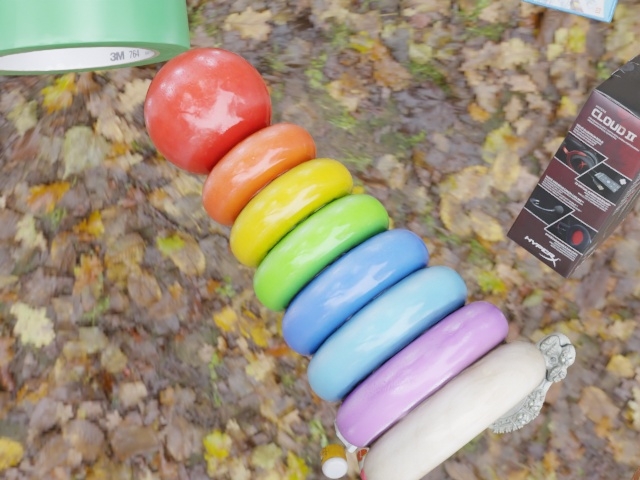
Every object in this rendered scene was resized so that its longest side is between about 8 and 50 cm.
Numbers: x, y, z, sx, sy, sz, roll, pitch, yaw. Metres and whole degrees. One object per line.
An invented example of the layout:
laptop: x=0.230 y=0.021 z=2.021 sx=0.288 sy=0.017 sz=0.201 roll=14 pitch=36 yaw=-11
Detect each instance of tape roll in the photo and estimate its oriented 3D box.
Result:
tape roll: x=-0.338 y=-0.278 z=1.492 sx=0.321 sy=0.321 sz=0.077 roll=-5 pitch=93 yaw=-11

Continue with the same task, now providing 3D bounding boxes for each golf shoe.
golf shoe: x=0.301 y=0.204 z=1.619 sx=0.069 sy=0.086 sz=0.176 roll=41 pitch=104 yaw=-2

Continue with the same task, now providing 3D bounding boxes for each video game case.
video game case: x=0.358 y=-0.395 z=1.624 sx=0.166 sy=0.015 sz=0.119 roll=20 pitch=102 yaw=21

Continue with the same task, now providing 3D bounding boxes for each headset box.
headset box: x=0.402 y=-0.120 z=1.524 sx=0.110 sy=0.218 sz=0.293 roll=37 pitch=130 yaw=16

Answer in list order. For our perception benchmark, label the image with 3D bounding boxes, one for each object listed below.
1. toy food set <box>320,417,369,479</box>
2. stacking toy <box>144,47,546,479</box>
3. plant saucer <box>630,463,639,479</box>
toy food set: x=0.095 y=0.289 z=1.634 sx=0.111 sy=0.104 sz=0.232 roll=31 pitch=112 yaw=-23
stacking toy: x=0.000 y=0.000 z=0.757 sx=0.141 sy=0.141 sz=0.330 roll=-36 pitch=78 yaw=-4
plant saucer: x=0.344 y=0.347 z=1.275 sx=0.037 sy=0.200 sz=0.200 roll=26 pitch=94 yaw=15
